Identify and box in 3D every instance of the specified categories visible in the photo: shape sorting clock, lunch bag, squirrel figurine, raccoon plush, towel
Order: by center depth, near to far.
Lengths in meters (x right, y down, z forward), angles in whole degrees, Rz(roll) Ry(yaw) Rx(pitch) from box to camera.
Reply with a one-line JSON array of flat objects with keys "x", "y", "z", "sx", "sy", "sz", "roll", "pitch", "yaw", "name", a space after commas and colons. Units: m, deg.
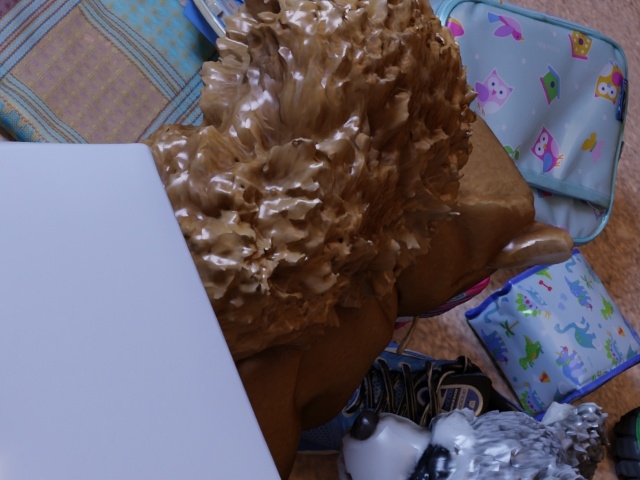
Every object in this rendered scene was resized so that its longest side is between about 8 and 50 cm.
[{"x": 0.125, "y": 0.294, "z": 1.199, "sx": 0.446, "sy": 0.299, "sz": 0.216, "roll": 50, "pitch": 20, "yaw": -29, "name": "raccoon plush"}, {"x": 0.000, "y": 0.000, "z": 1.210, "sx": 0.370, "sy": 0.397, "sz": 0.281, "roll": -24, "pitch": 70, "yaw": -24, "name": "squirrel figurine"}, {"x": -0.148, "y": -0.116, "z": 1.548, "sx": 0.370, "sy": 0.040, "sz": 0.271, "roll": 44, "pitch": 38, "yaw": -11, "name": "towel"}, {"x": -0.050, "y": -0.175, "z": 1.639, "sx": 0.206, "sy": 0.040, "sz": 0.206, "roll": 42, "pitch": 14, "yaw": -13, "name": "shape sorting clock"}, {"x": 0.230, "y": 0.084, "z": 1.729, "sx": 0.151, "sy": 0.096, "sz": 0.129, "roll": -25, "pitch": 80, "yaw": -42, "name": "lunch bag"}, {"x": 0.177, "y": -0.106, "z": 1.760, "sx": 0.279, "sy": 0.108, "sz": 0.224, "roll": 12, "pitch": 83, "yaw": -38, "name": "lunch bag"}]

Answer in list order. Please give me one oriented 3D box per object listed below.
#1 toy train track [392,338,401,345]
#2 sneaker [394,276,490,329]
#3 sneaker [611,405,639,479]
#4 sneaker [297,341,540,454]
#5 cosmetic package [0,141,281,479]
[{"x": 0.047, "y": 0.097, "z": 1.599, "sx": 0.083, "sy": 0.014, "sz": 0.048, "roll": -12, "pitch": 70, "yaw": -50, "name": "toy train track"}, {"x": 0.028, "y": -0.011, "z": 1.524, "sx": 0.299, "sy": 0.112, "sz": 0.121, "roll": 23, "pitch": 57, "yaw": -52, "name": "sneaker"}, {"x": 0.422, "y": 0.286, "z": 1.726, "sx": 0.343, "sy": 0.146, "sz": 0.134, "roll": 54, "pitch": 38, "yaw": 0, "name": "sneaker"}, {"x": 0.060, "y": 0.122, "z": 1.464, "sx": 0.330, "sy": 0.147, "sz": 0.130, "roll": 25, "pitch": 64, "yaw": -29, "name": "sneaker"}, {"x": -0.232, "y": 0.159, "z": 0.911, "sx": 0.161, "sy": 0.453, "sz": 0.230, "roll": -3, "pitch": 64, "yaw": -46, "name": "cosmetic package"}]
